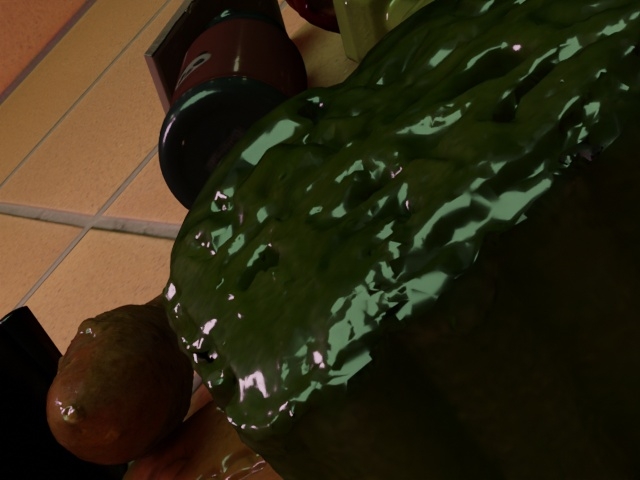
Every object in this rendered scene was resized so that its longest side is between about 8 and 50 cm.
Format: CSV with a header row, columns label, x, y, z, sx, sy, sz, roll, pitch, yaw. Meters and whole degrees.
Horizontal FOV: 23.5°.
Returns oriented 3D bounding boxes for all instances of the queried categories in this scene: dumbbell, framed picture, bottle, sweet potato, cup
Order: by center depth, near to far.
label,x,y,z,sx,sy,sz,roll,pitch,yaw
sweet potato,-0.136,0.092,1.188,0.109,0.109,0.385,-40,3,13
cup,-0.252,0.146,1.270,0.166,0.177,0.239,-24,29,47
dumbbell,0.097,-0.183,1.324,0.121,0.108,0.302,-45,20,-1
bottle,-0.079,-0.145,1.552,0.144,0.144,0.336,-39,20,17
framed picture,-0.112,-0.219,1.744,0.016,0.184,0.250,11,52,25

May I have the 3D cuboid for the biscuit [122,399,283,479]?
label,x,y,z,sx,sy,sz,roll,pitch,yaw
biscuit,-0.079,0.188,1.037,0.284,0.043,0.306,-28,26,40

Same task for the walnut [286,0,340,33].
label,x,y,z,sx,sy,sz,roll,pitch,yaw
walnut,0.059,-0.327,1.587,0.222,0.243,0.269,94,-163,-57

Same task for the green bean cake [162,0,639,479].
label,x,y,z,sx,sy,sz,roll,pitch,yaw
green bean cake,0.075,0.003,0.821,0.319,0.218,0.335,-42,18,-8
